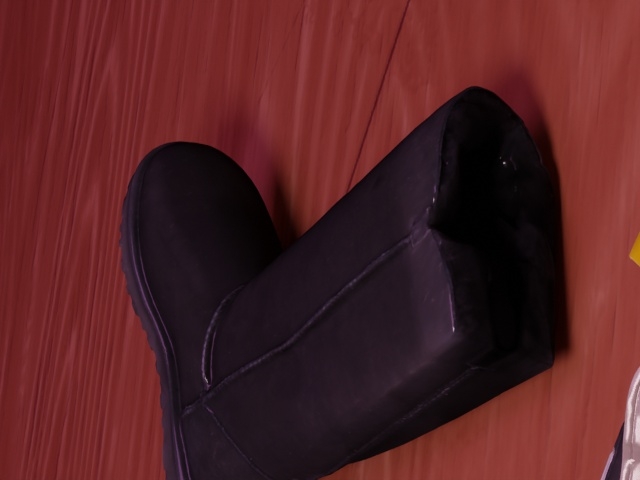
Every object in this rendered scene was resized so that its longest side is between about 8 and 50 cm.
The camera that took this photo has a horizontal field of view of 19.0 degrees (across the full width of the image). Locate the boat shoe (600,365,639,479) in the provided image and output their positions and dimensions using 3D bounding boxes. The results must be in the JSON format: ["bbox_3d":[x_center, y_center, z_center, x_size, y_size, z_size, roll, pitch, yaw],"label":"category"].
[{"bbox_3d":[0.207,0.161,1.183,0.065,0.075,0.206,-28,-49,-70],"label":"boat shoe"}]

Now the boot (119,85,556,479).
[{"bbox_3d":[0.001,0.002,1.498,0.445,0.146,0.367,-44,54,54],"label":"boot"}]

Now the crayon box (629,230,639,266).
[{"bbox_3d":[0.333,-0.037,0.937,0.363,0.106,0.313,53,127,55],"label":"crayon box"}]
